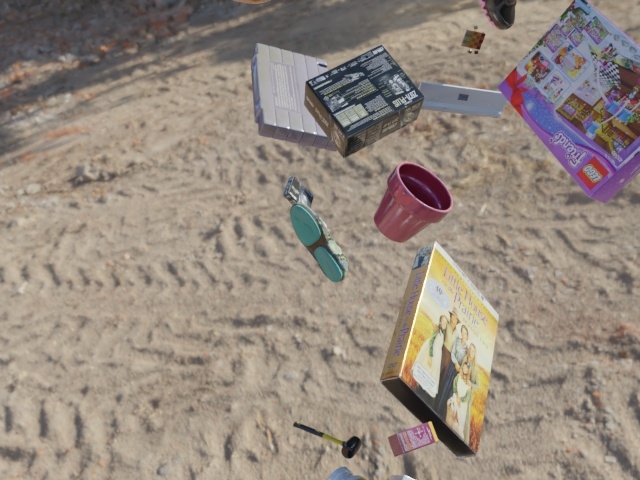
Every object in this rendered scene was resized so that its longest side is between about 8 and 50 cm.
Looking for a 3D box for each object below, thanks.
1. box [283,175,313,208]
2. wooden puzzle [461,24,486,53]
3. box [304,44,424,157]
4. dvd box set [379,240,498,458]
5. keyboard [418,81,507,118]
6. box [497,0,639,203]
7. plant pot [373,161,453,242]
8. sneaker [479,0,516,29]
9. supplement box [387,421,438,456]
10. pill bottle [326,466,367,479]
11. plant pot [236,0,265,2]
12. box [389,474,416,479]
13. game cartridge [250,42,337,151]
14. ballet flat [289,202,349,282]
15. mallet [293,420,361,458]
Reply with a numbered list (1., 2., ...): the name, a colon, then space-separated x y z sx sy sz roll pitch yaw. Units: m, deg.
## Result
1. box: -0.055 -0.112 1.637 0.018 0.083 0.067 -22 35 33
2. wooden puzzle: 0.385 -0.506 1.632 0.049 0.083 0.006 12 53 -1
3. box: 0.082 -0.268 1.243 0.180 0.077 0.147 -30 71 -16
4. dvd box set: 0.299 0.248 1.537 0.062 0.307 0.420 -24 29 39
5. keyboard: 0.370 -0.366 1.693 0.256 0.072 0.014 3 27 -16
6. box: 0.441 -0.233 1.053 0.057 0.201 0.293 12 41 -39
7. plant pot: 0.256 -0.098 1.895 0.201 0.180 0.201 22 38 -19
8. sneaker: 0.214 -0.300 0.734 0.047 0.119 0.057 -29 29 -35
9. supplement box: 0.189 0.406 1.324 0.083 0.055 0.043 -12 70 -22
10. pill bottle: 0.094 0.630 1.546 0.103 0.103 0.184 -32 42 -21
11. plant pot: -0.171 -0.716 1.606 0.291 0.291 0.203 -18 2 -1
12. box: 0.217 0.630 1.406 0.182 0.119 0.181 25 67 -1
13. game cartridge: -0.075 -0.397 1.781 0.230 0.068 0.355 6 49 -17
14. ballet flat: 0.000 0.000 1.357 0.070 0.188 0.070 -28 5 3
15. mallet: 0.019 0.512 1.704 0.189 0.039 0.062 18 19 29
